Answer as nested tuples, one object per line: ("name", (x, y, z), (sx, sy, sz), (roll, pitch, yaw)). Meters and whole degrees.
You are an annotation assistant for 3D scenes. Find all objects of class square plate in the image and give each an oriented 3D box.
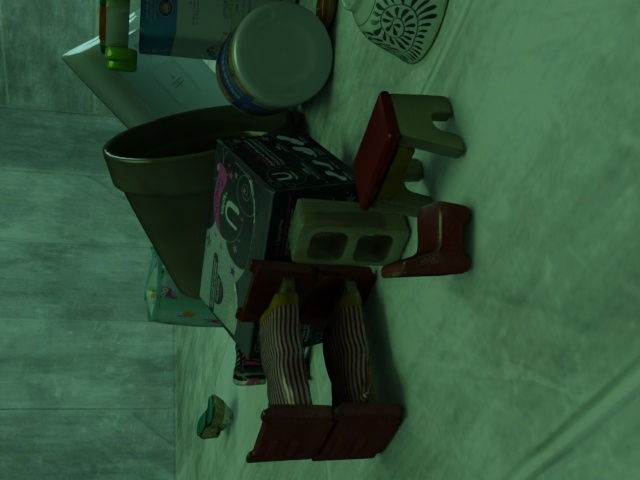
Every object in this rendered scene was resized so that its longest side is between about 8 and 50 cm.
("square plate", (-0.311, -0.315, 1.677), (0.049, 0.344, 0.347), (-34, 15, 33))

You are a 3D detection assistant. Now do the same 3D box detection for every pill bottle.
("pill bottle", (-0.086, -0.277, 1.290), (0.272, 0.152, 0.152), (-168, 81, -74))

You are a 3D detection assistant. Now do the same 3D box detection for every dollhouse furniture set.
("dollhouse furniture set", (0.020, 0.052, 0.824), (0.374, 0.152, 0.201), (109, 158, -46))

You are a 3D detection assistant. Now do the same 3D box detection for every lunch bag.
("lunch bag", (-0.243, 0.103, 1.663), (0.262, 0.223, 0.160), (-154, 74, -73))

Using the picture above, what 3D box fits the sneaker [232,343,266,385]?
("sneaker", (-0.135, 0.224, 1.538), (0.170, 0.063, 0.075), (-120, 31, -78))

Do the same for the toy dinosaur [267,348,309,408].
("toy dinosaur", (-0.055, 0.249, 1.253), (0.118, 0.064, 0.268), (-83, 5, -54))

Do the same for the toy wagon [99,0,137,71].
("toy wagon", (-0.348, -0.445, 1.415), (0.344, 0.068, 0.267), (-163, 76, -76))

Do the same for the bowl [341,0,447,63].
("bowl", (0.069, -0.274, 0.848), (0.170, 0.080, 0.170), (-178, 90, -75))

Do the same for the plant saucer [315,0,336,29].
("plant saucer", (0.009, -0.354, 1.214), (0.083, 0.013, 0.083), (-178, 90, -75))

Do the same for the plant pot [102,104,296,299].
("plant pot", (-0.184, -0.060, 1.402), (0.323, 0.323, 0.280), (-125, 25, -67))

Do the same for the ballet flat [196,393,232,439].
("ballet flat", (-0.243, 0.415, 1.913), (0.206, 0.067, 0.073), (121, 151, -57))

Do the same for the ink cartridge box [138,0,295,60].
("ink cartridge box", (-0.192, -0.445, 1.489), (0.197, 0.270, 0.198), (-175, 88, -77))

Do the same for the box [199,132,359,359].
("box", (-0.060, 0.003, 1.069), (0.163, 0.142, 0.247), (43, 130, 44))
